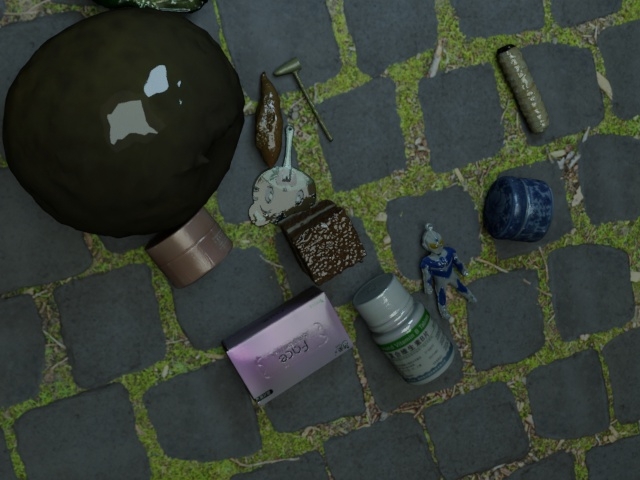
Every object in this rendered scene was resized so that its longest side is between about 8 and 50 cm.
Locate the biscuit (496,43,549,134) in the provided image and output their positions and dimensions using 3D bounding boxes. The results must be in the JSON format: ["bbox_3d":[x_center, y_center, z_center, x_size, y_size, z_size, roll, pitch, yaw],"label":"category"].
[{"bbox_3d":[0.468,-0.349,1.757,0.055,0.061,0.219,-19,104,33],"label":"biscuit"}]

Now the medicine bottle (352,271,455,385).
[{"bbox_3d":[0.183,0.194,1.698,0.139,0.139,0.237,-38,105,-8],"label":"medicine bottle"}]

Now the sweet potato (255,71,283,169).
[{"bbox_3d":[-0.109,-0.252,1.607,0.068,0.060,0.205,2,86,-47],"label":"sweet potato"}]

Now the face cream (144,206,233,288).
[{"bbox_3d":[-0.265,0.012,1.545,0.149,0.149,0.104,-39,106,-8],"label":"face cream"}]

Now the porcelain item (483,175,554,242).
[{"bbox_3d":[0.443,-0.071,1.733,0.114,0.147,0.147,5,95,-14],"label":"porcelain item"}]

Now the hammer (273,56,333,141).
[{"bbox_3d":[-0.030,-0.292,1.641,0.060,0.028,0.195,-31,105,-5],"label":"hammer"}]

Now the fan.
[{"bbox_3d":[-0.073,-0.135,1.655,0.153,0.008,0.226,4,96,-16],"label":"fan"}]

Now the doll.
[{"bbox_3d":[0.277,0.066,1.752,0.114,0.057,0.227,-27,105,-7],"label":"doll"}]

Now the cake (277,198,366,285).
[{"bbox_3d":[0.000,0.000,1.616,0.135,0.147,0.134,-30,107,-11],"label":"cake"}]

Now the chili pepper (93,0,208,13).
[{"bbox_3d":[-0.346,-0.518,1.492,0.265,0.116,0.148,-5,109,-14],"label":"chili pepper"}]

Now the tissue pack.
[{"bbox_3d":[-0.074,0.222,1.653,0.246,0.092,0.148,-31,102,-9],"label":"tissue pack"}]

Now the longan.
[{"bbox_3d":[-0.336,-0.206,1.373,0.436,0.404,0.404,-35,104,-11],"label":"longan"}]
